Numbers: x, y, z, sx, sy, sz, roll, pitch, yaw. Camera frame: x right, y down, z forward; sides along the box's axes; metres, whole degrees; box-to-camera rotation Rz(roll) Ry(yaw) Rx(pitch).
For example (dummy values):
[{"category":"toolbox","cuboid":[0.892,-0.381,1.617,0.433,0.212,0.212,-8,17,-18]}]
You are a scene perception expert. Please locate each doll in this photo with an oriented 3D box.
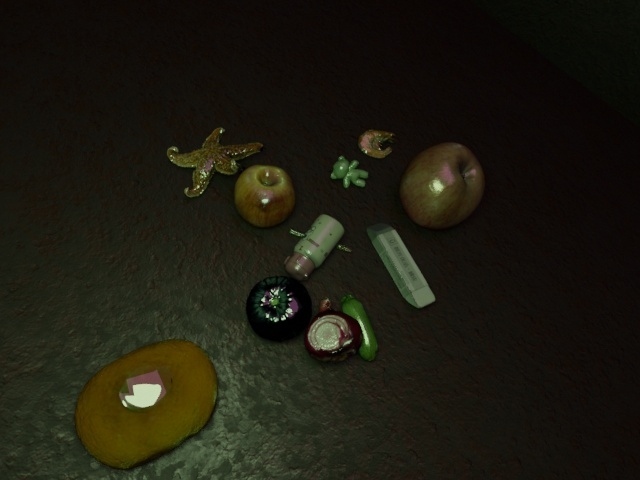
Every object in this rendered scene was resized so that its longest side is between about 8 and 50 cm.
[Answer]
[{"category":"doll","cuboid":[0.114,-0.260,1.594,0.150,0.077,0.115,24,95,-15]}]

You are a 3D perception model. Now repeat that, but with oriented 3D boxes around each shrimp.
[{"category":"shrimp","cuboid":[0.246,-0.408,1.730,0.187,0.051,0.132,-17,86,-19]}]

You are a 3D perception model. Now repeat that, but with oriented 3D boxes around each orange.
[{"category":"orange","cuboid":[-0.416,0.393,1.008,0.335,0.196,0.262,-18,82,-32]}]

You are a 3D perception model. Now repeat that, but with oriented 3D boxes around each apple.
[{"category":"apple","cuboid":[0.468,-0.214,1.551,0.345,0.269,0.344,8,60,-14]},{"category":"apple","cuboid":[-0.184,-0.149,1.363,0.211,0.188,0.211,9,56,-14]}]

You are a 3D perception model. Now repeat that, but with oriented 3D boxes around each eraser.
[{"category":"eraser","cuboid":[0.281,0.080,1.451,0.089,0.061,0.352,-19,70,-25]}]

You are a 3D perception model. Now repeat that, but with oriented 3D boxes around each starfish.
[{"category":"starfish","cuboid":[-0.364,-0.277,1.404,0.303,0.113,0.312,29,62,30]}]

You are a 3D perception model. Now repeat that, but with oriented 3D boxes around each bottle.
[{"category":"bottle","cuboid":[-0.025,0.029,1.349,0.110,0.110,0.233,36,70,5]}]

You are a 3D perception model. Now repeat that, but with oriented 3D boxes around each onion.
[{"category":"onion","cuboid":[0.036,0.273,1.231,0.173,0.135,0.198,-12,48,0]}]

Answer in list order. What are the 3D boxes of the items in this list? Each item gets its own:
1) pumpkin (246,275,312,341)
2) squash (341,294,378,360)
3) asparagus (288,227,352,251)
[{"category":"pumpkin","cuboid":[-0.122,0.201,1.212,0.202,0.140,0.202,-3,63,5]},{"category":"squash","cuboid":[0.123,0.271,1.287,0.068,0.077,0.219,-9,62,-31]},{"category":"asparagus","cuboid":[0.000,0.000,1.432,0.233,0.022,0.023,17,25,-5]}]
